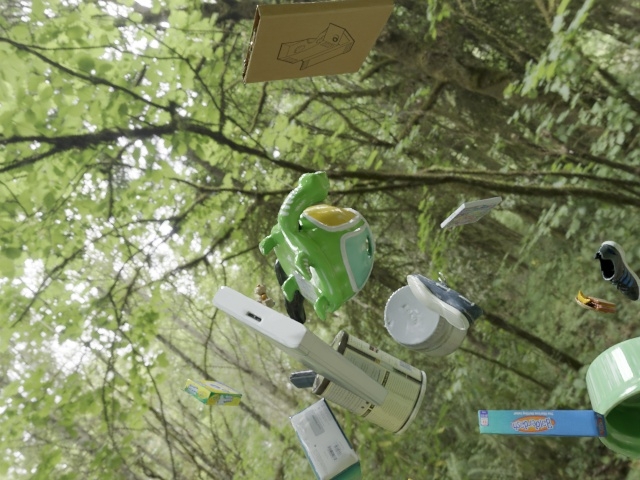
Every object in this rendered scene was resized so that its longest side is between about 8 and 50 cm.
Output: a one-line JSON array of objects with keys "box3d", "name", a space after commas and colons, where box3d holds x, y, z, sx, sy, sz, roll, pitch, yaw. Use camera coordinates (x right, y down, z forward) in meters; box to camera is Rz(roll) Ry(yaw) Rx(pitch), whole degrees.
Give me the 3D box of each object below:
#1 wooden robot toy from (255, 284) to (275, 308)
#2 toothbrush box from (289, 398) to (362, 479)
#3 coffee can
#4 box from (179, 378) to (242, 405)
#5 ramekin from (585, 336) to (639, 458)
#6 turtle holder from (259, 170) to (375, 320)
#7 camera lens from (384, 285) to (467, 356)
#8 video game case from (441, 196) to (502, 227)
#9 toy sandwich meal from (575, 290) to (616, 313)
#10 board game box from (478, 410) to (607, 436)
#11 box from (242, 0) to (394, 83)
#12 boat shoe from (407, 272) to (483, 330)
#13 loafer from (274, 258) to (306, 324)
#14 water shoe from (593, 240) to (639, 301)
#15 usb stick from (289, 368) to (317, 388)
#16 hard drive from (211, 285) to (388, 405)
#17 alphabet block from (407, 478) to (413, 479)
[{"box3d": [-0.203, 0.189, 1.651, 0.076, 0.079, 0.173, -21, 4, -11], "name": "wooden robot toy"}, {"box3d": [0.024, 0.656, 1.500, 0.126, 0.216, 0.296, -25, -41, -14], "name": "toothbrush box"}, {"box3d": [0.141, 0.414, 1.439, 0.202, 0.275, 0.201, -63, 0, 0], "name": "coffee can"}, {"box3d": [-0.336, 0.466, 1.506, 0.179, 0.105, 0.043, 29, -101, -57], "name": "box"}, {"box3d": [0.780, 0.359, 1.137, 0.148, 0.303, 0.304, -80, 7, -52], "name": "ramekin"}, {"box3d": [-0.004, 0.006, 1.192, 0.227, 0.320, 0.243, -35, 9, -22], "name": "turtle holder"}, {"box3d": [0.366, 0.277, 1.689, 0.274, 0.219, 0.220, 29, -88, -52], "name": "camera lens"}, {"box3d": [0.320, -0.058, 1.050, 0.087, 0.011, 0.122, -10, -17, -12], "name": "video game case"}, {"box3d": [0.617, 0.138, 1.104, 0.085, 0.085, 0.029, -21, -51, -65], "name": "toy sandwich meal"}, {"box3d": [0.447, 0.369, 0.988, 0.160, 0.210, 0.047, 29, -124, -50], "name": "board game box"}, {"box3d": [-0.010, -0.296, 0.738, 0.201, 0.021, 0.164, -12, -10, -19], "name": "box"}, {"box3d": [0.344, 0.156, 1.384, 0.079, 0.254, 0.095, -34, -58, -14], "name": "boat shoe"}, {"box3d": [-0.070, 0.146, 1.417, 0.076, 0.078, 0.223, -80, -22, -66], "name": "loafer"}, {"box3d": [0.838, 0.100, 1.397, 0.080, 0.203, 0.073, -35, 9, -16], "name": "water shoe"}, {"box3d": [0.021, 0.458, 1.647, 0.077, 0.277, 0.045, 57, -146, -28], "name": "usb stick"}, {"box3d": [-0.031, 0.217, 0.978, 0.047, 0.233, 0.353, -59, -41, -15], "name": "hard drive"}, {"box3d": [0.272, 0.737, 1.220, 0.194, 0.197, 0.192, -60, -22, -25], "name": "alphabet block"}]
